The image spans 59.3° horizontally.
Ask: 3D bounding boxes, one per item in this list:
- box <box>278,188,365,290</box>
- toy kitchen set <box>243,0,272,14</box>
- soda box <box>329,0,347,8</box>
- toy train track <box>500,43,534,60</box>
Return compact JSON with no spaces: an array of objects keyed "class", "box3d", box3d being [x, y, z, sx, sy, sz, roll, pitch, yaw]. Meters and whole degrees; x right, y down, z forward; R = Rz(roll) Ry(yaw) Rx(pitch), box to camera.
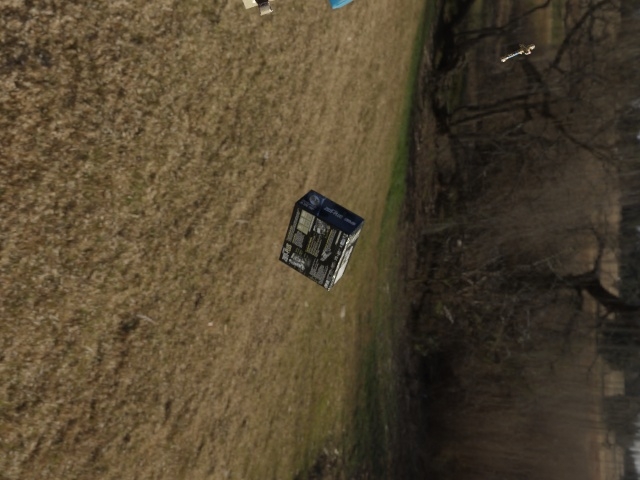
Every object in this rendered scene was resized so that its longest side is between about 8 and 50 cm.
[{"class":"box","box3d":[0.000,0.000,1.291,0.077,0.147,0.180,-45,160,-48]},{"class":"toy kitchen set","box3d":[-0.149,-0.595,1.349,0.075,0.083,0.068,66,9,-62]},{"class":"soda box","box3d":[0.114,-0.646,1.369,0.067,0.210,0.071,63,27,-14]},{"class":"toy train track","box3d":[0.495,-0.469,1.412,0.048,0.083,0.014,-97,160,-43]}]
